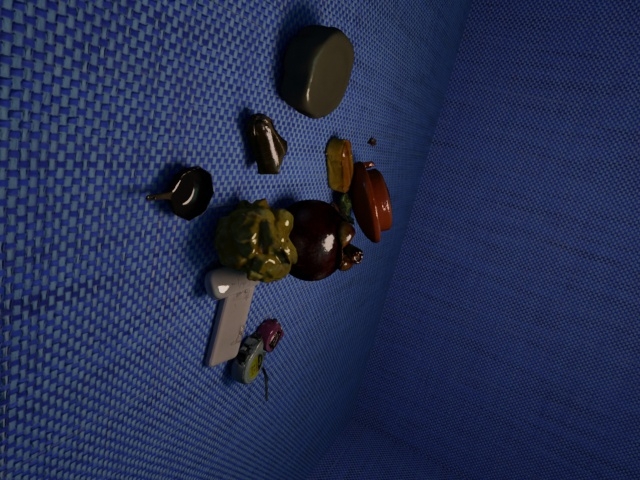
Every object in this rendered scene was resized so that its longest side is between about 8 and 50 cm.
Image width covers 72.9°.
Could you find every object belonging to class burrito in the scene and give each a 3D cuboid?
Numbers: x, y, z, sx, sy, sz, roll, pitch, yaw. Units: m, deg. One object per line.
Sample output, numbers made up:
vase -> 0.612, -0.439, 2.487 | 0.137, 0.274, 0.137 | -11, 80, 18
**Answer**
burrito -> 0.115, -0.100, 1.911 | 0.054, 0.104, 0.288 | -29, 153, -15

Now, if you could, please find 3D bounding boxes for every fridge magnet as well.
fridge magnet -> 0.213, -0.167, 1.882 | 0.363, 0.155, 0.364 | 167, -90, -89

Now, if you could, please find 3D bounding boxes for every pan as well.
pan -> -0.327, -0.124, 1.000 | 0.128, 0.048, 0.202 | -69, 159, -7

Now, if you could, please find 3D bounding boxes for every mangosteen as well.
mangosteen -> -0.017, -0.006, 1.492 | 0.297, 0.293, 0.297 | 44, 31, -36

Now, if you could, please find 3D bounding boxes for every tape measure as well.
tape measure -> -0.194, 0.363, 1.663 | 0.125, 0.074, 0.118 | -60, 154, -29
tape measure -> -0.261, 0.505, 1.611 | 0.164, 0.084, 0.330 | -41, 142, -46

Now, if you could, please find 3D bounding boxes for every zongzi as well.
zongzi -> -0.143, -0.311, 1.245 | 0.184, 0.084, 0.187 | -69, 158, -43

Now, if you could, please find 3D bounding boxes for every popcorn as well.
popcorn -> -0.176, 0.004, 1.246 | 0.286, 0.215, 0.252 | 40, 39, -68

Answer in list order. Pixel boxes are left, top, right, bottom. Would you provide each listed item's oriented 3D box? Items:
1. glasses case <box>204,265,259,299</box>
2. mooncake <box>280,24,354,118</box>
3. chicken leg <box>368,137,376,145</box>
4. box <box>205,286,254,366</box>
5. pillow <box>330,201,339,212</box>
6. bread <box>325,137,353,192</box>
glasses case -> -0.258, 0.112, 1.306 | 0.233, 0.059, 0.092 | -16, 91, -62
mooncake -> -0.013, -0.502, 1.299 | 0.275, 0.135, 0.275 | -48, 151, -38
chicken leg -> 0.246, -0.467, 2.050 | 0.083, 0.021, 0.036 | -5, 122, -65
box -> -0.291, 0.266, 1.409 | 0.142, 0.044, 0.285 | -3, 112, -63
pillow -> 0.044, -0.053, 1.842 | 0.171, 0.075, 0.179 | -71, 160, -61
bread -> 0.084, -0.297, 1.736 | 0.246, 0.094, 0.102 | 83, 29, -47
